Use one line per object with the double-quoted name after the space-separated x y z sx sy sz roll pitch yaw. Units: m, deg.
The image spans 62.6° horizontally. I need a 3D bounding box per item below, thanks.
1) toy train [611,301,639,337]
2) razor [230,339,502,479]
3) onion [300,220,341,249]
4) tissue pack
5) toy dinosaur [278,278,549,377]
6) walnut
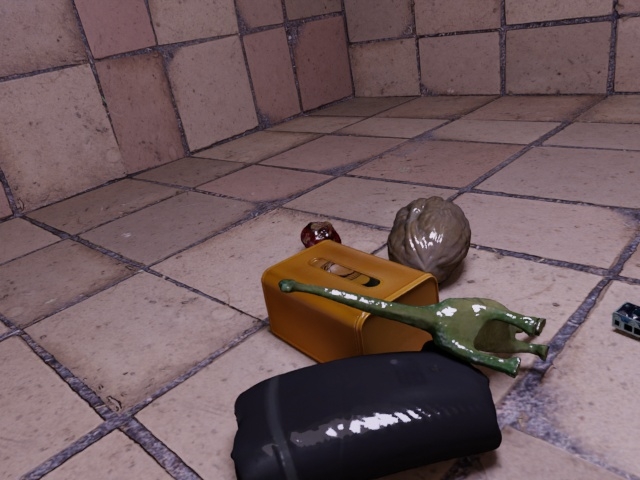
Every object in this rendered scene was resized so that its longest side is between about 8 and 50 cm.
0.552 0.149 0.792 0.043 0.047 0.207 -24 28 -28 "toy train"
0.056 0.235 0.712 0.349 0.113 0.204 -13 20 -6 "razor"
0.000 0.000 1.295 0.107 0.097 0.107 30 16 -9 "onion"
0.052 0.115 0.951 0.194 0.145 0.275 -25 28 -34 "tissue pack"
0.177 0.116 0.804 0.301 0.087 0.447 11 0 35 "toy dinosaur"
0.226 0.005 1.108 0.178 0.178 0.230 -2 29 16 "walnut"
